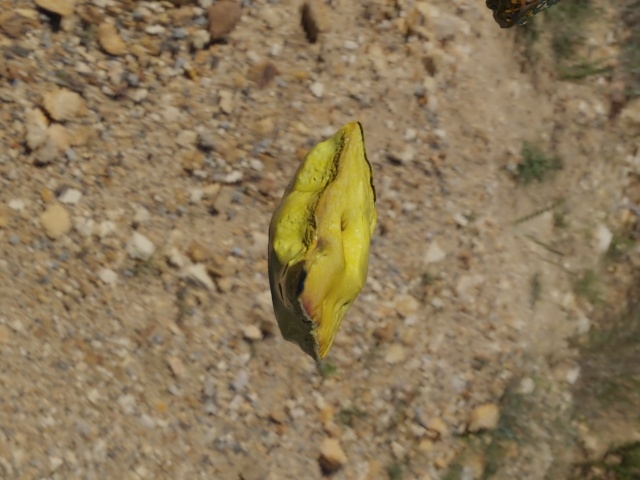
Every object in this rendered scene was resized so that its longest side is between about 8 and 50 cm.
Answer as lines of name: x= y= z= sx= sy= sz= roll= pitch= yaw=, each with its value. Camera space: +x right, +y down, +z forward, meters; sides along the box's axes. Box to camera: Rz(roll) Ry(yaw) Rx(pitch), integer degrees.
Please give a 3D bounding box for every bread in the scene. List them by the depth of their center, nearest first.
bread: x=0.000 y=0.000 z=1.374 sx=0.160 sy=0.088 sz=0.233 roll=67 pitch=29 yaw=-45

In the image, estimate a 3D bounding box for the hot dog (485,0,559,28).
hot dog: x=0.193 y=-0.227 z=0.804 sx=0.261 sy=0.093 sz=0.123 roll=-29 pitch=156 yaw=-21
